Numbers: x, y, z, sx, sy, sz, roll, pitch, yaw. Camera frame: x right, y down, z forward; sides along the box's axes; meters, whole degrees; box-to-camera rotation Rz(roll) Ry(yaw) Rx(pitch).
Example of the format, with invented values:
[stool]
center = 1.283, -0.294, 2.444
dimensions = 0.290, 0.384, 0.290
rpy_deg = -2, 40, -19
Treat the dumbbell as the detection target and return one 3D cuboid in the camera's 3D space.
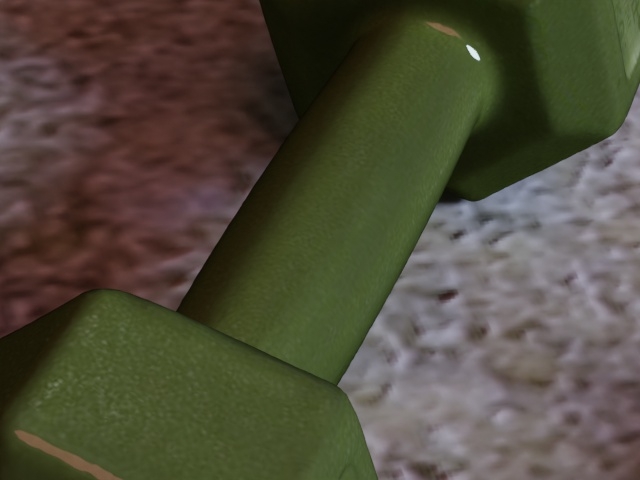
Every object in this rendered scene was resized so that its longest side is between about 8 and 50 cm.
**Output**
[dumbbell]
center = 0.000, 0.000, 0.506
dimensions = 0.108, 0.121, 0.302
rpy_deg = 3, 39, 27
